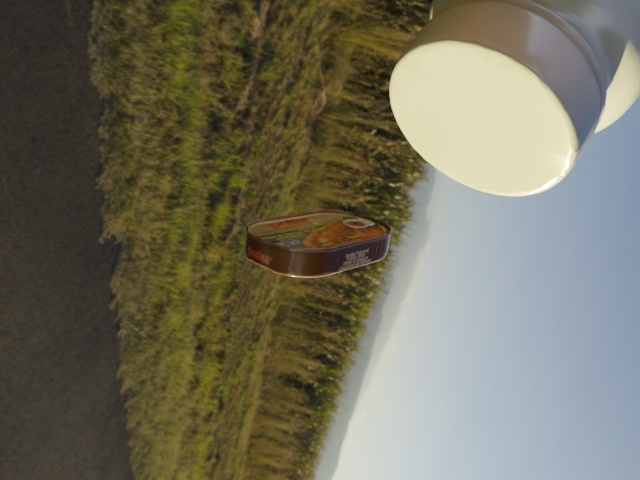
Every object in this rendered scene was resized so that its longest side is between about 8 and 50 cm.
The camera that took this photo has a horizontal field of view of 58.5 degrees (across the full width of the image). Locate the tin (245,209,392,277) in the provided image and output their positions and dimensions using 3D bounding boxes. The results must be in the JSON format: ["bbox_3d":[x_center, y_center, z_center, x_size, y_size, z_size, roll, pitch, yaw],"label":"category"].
[{"bbox_3d":[0.000,0.000,0.631,0.190,0.106,0.040,-12,120,-47],"label":"tin"}]

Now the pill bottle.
[{"bbox_3d":[0.232,-0.226,0.546,0.361,0.204,0.204,-52,168,-22],"label":"pill bottle"}]
